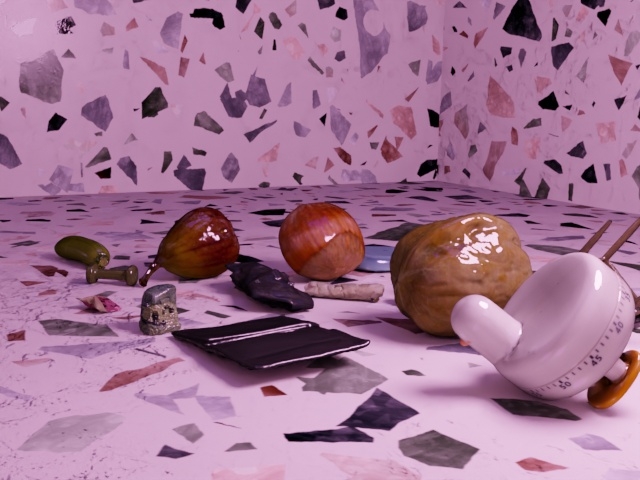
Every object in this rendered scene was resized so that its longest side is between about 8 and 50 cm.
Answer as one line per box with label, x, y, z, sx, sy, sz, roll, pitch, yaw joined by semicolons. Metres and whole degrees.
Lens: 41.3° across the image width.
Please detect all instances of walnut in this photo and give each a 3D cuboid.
walnut;0.269;0.063;1.611;0.282;0.283;0.227;-3;40;-25

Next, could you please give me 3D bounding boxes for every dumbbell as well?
dumbbell;-0.480;0.079;1.955;0.117;0.046;0.052;2;16;7

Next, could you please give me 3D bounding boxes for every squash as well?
squash;-0.604;0.027;2.170;0.069;0.069;0.258;-8;14;-43

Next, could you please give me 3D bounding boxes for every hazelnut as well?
hazelnut;0.000;0.000;2.048;0.214;0.176;0.214;22;42;-22

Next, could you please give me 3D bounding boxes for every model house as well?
model house;-0.302;0.128;1.593;0.078;0.083;0.066;-7;15;-43

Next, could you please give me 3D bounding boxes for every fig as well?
fig;-0.324;0.034;2.013;0.274;0.170;0.145;-32;10;-36

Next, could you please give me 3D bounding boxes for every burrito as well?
burrito;0.051;0.109;1.871;0.185;0.041;0.045;2;19;15

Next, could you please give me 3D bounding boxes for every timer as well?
timer;0.344;0.118;1.285;0.240;0.233;0.233;38;4;-12

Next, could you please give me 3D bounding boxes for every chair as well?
chair;0.569;0.097;1.684;0.188;0.272;0.166;-10;58;-44

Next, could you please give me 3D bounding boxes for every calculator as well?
calculator;0.166;0.047;2.235;0.302;0.042;0.188;0;10;-25

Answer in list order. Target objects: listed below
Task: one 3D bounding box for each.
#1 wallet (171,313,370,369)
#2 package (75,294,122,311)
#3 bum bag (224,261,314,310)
wallet;-0.088;0.173;1.487;0.247;0.041;0.323;-4;8;-32
package;-0.452;0.128;1.732;0.083;0.029;0.059;21;12;34
bum bag;-0.118;0.094;1.850;0.137;0.074;0.310;8;7;-22
